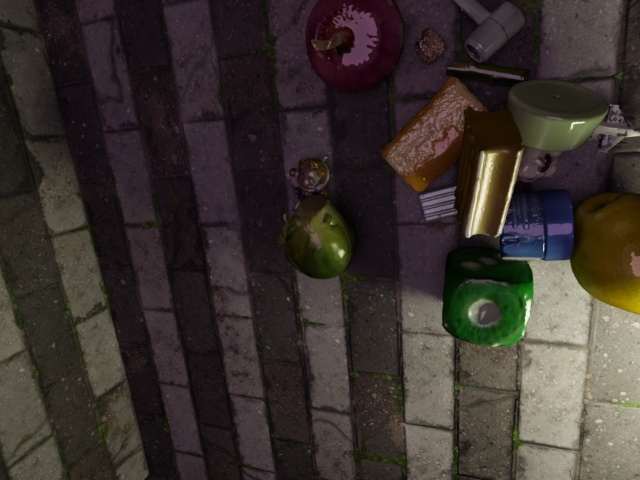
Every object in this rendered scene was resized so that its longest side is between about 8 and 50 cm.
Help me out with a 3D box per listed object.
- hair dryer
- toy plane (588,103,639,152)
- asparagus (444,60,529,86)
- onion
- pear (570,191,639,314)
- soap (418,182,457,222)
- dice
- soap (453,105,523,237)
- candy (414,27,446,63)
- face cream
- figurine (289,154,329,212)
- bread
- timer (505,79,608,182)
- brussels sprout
[{"bbox_3d":[0.502,-0.788,1.373,0.173,0.107,0.357,-41,77,12],"label":"hair dryer"},{"bbox_3d":[0.993,-0.366,1.336,0.233,0.082,0.160,9,99,2],"label":"toy plane"},{"bbox_3d":[0.586,-0.592,1.420,0.277,0.060,0.067,18,127,14],"label":"asparagus"},{"bbox_3d":[0.123,-0.704,1.425,0.357,0.345,0.359,-3,129,-4],"label":"onion"},{"bbox_3d":[1.003,0.041,1.295,0.362,0.362,0.419,-28,97,25],"label":"pear"},{"bbox_3d":[0.497,-0.153,1.579,0.197,0.066,0.119,-13,102,23],"label":"soap"},{"bbox_3d":[0.616,0.204,1.522,0.296,0.300,0.287,6,111,17],"label":"dice"},{"bbox_3d":[0.526,-0.220,1.303,0.155,0.294,0.335,1,129,8],"label":"soap"},{"bbox_3d":[0.390,-0.698,1.445,0.110,0.085,0.095,41,109,-7],"label":"candy"},{"bbox_3d":[0.745,-0.050,1.419,0.224,0.249,0.249,-4,105,22],"label":"face cream"},{"bbox_3d":[-0.038,-0.226,1.729,0.193,0.133,0.275,17,122,33],"label":"figurine"},{"bbox_3d":[0.430,-0.379,1.482,0.236,0.165,0.375,44,114,0],"label":"bread"},{"bbox_3d":[0.742,-0.335,1.356,0.290,0.291,0.316,14,134,16],"label":"timer"},{"bbox_3d":[0.000,0.000,1.677,0.314,0.276,0.372,30,144,25],"label":"brussels sprout"}]
